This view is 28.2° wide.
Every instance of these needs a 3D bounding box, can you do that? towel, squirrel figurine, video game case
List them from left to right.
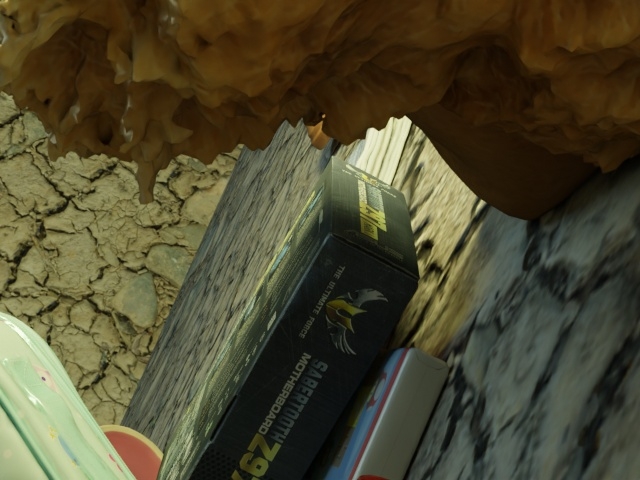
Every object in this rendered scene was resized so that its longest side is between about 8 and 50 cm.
[{"bbox_3d":[-0.015,0.159,0.734,0.204,0.025,0.285,-65,8,-10],"label":"video game case"},{"bbox_3d":[-0.010,-0.177,0.493,0.281,0.371,0.397,-61,8,19],"label":"squirrel figurine"},{"bbox_3d":[0.000,0.000,1.119,0.285,0.034,0.209,-54,12,53],"label":"towel"}]

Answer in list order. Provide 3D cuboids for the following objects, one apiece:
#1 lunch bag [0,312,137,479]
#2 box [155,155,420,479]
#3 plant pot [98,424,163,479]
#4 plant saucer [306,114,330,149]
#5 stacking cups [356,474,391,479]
[{"bbox_3d":[-0.215,0.194,0.804,0.224,0.279,0.108,-39,-12,8],"label":"lunch bag"},{"bbox_3d":[-0.026,0.078,0.740,0.232,0.059,0.183,-59,8,14],"label":"box"},{"bbox_3d":[-0.249,0.291,1.323,0.180,0.201,0.201,-41,18,29],"label":"plant pot"},{"bbox_3d":[0.034,-0.199,1.468,0.200,0.037,0.200,-61,5,9],"label":"plant saucer"},{"bbox_3d":[-0.042,0.230,0.437,0.316,0.096,0.096,-63,8,7],"label":"stacking cups"}]
